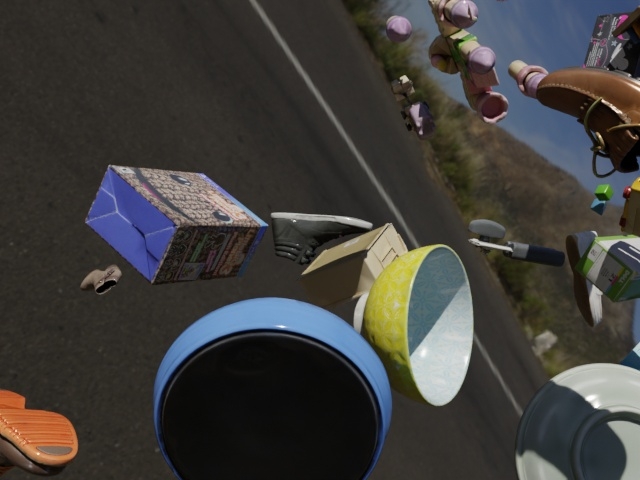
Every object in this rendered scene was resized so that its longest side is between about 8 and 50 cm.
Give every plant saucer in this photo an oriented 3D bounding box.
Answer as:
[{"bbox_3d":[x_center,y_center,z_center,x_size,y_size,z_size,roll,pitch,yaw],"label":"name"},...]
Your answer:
[{"bbox_3d":[0.599,0.443,1.475,0.100,0.400,0.401,92,-24,-74],"label":"plant saucer"}]

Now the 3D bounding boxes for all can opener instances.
[{"bbox_3d":[0.535,0.014,2.002,0.074,0.280,0.093,-133,-122,-75],"label":"can opener"}]

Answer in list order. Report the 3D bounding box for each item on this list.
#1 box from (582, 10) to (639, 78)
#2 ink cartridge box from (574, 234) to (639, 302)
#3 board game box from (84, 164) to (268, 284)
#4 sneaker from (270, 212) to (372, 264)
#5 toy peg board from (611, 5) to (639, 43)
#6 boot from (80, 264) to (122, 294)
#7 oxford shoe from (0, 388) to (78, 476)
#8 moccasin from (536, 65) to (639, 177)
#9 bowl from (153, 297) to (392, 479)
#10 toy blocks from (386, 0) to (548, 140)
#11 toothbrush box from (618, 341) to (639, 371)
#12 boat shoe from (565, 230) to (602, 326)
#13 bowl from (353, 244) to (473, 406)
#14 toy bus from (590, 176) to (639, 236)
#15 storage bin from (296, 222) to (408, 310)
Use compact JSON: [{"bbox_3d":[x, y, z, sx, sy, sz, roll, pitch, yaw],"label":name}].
[{"bbox_3d":[0.719,-0.386,1.722,0.163,0.247,0.142,20,-4,-40],"label":"box"},{"bbox_3d":[0.751,0.101,1.697,0.188,0.097,0.255,-3,40,-38],"label":"ink cartridge box"},{"bbox_3d":[-0.301,-0.035,1.567,0.232,0.141,0.291,37,19,25],"label":"board game box"},{"bbox_3d":[0.000,0.000,2.078,0.104,0.295,0.147,5,88,-77],"label":"sneaker"},{"bbox_3d":[0.728,-0.469,1.545,0.079,0.161,0.160,61,1,4],"label":"toy peg board"},{"bbox_3d":[-0.518,0.101,1.721,0.042,0.118,0.087,52,8,-27],"label":"boot"},{"bbox_3d":[-0.520,0.344,1.232,0.130,0.363,0.133,19,82,-42],"label":"oxford shoe"},{"bbox_3d":[0.508,-0.164,1.181,0.380,0.147,0.139,37,3,27],"label":"moccasin"},{"bbox_3d":[-0.078,0.284,1.183,0.391,0.391,0.077,60,11,-18],"label":"bowl"},{"bbox_3d":[0.296,-0.359,1.492,0.260,0.309,0.289,-100,165,-63],"label":"toy blocks"},{"bbox_3d":[0.843,0.385,1.934,0.126,0.295,0.216,36,-46,30],"label":"toothbrush box"},{"bbox_3d":[0.770,0.108,2.070,0.098,0.096,0.277,-126,-158,-76],"label":"boat shoe"},{"bbox_3d":[0.155,0.153,1.346,0.289,0.156,0.290,6,83,-56],"label":"bowl"},{"bbox_3d":[0.715,-0.090,1.588,0.191,0.104,0.202,40,-25,-13],"label":"toy bus"},{"bbox_3d":[0.102,0.080,2.252,0.123,0.262,0.260,60,33,-10],"label":"storage bin"}]
